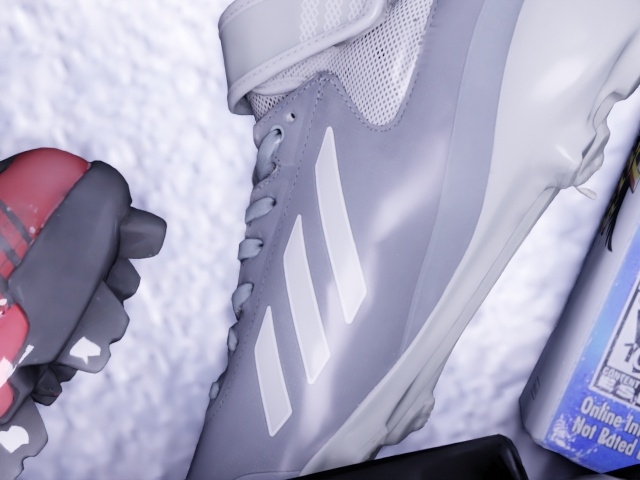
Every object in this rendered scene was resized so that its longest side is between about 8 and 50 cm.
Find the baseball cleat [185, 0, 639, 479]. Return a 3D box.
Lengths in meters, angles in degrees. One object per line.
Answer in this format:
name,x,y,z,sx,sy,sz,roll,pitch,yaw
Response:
baseball cleat,0.000,0.000,0.532,0.109,0.072,0.206,37,95,13

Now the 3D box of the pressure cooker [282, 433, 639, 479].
pressure cooker,0.038,0.238,0.391,0.420,0.370,0.375,-14,100,-2

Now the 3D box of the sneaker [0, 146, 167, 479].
sneaker,-0.171,0.053,0.518,0.276,0.097,0.135,-39,97,7

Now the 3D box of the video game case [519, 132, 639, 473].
video game case,0.223,-0.011,0.518,0.269,0.061,0.244,22,96,-1
